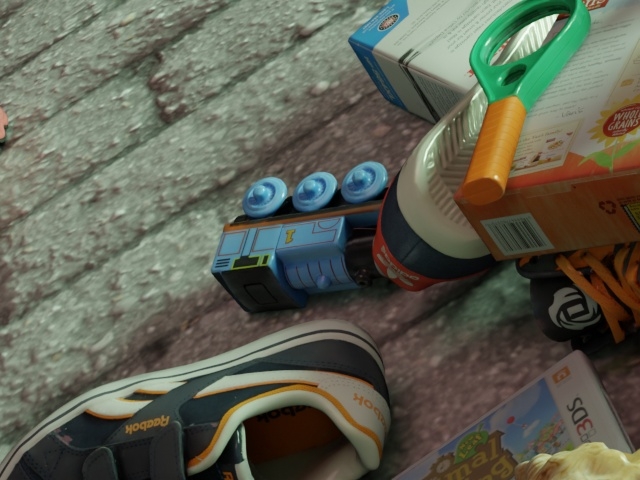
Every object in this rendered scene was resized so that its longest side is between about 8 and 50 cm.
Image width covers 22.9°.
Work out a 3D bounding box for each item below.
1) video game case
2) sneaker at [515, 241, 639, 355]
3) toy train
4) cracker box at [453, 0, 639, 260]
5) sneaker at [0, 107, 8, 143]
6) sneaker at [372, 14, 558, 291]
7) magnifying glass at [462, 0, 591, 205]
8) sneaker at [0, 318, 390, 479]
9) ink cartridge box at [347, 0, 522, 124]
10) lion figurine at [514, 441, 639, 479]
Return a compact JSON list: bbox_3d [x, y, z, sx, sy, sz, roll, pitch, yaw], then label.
[{"bbox_3d":[0.104,0.178,1.002,0.212,0.023,0.193,-37,21,11],"label":"video game case"},{"bbox_3d":[0.234,0.044,1.056,0.180,0.124,0.321,-27,24,16],"label":"sneaker"},{"bbox_3d":[0.000,0.000,1.321,0.184,0.080,0.105,-7,51,30],"label":"toy train"},{"bbox_3d":[0.210,-0.094,1.097,0.155,0.067,0.232,-9,38,44],"label":"cracker box"},{"bbox_3d":[-0.434,-0.089,1.721,0.116,0.136,0.314,-25,36,15],"label":"sneaker"},{"bbox_3d":[0.161,-0.082,1.261,0.350,0.131,0.148,-37,-10,-34],"label":"sneaker"},{"bbox_3d":[0.136,-0.105,1.108,0.092,0.026,0.231,-19,30,32],"label":"magnifying glass"},{"bbox_3d":[-0.101,0.166,1.152,0.321,0.126,0.127,-25,30,9],"label":"sneaker"},{"bbox_3d":[0.144,-0.171,1.399,0.148,0.086,0.203,-41,36,-10],"label":"ink cartridge box"},{"bbox_3d":[0.034,0.219,0.785,0.392,0.240,0.142,-16,40,24],"label":"lion figurine"}]
